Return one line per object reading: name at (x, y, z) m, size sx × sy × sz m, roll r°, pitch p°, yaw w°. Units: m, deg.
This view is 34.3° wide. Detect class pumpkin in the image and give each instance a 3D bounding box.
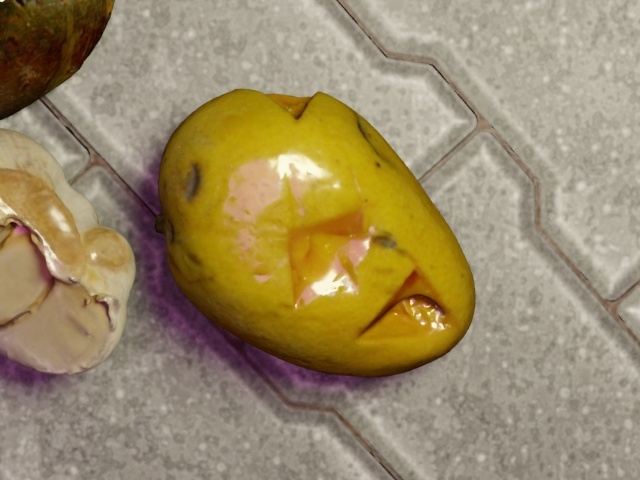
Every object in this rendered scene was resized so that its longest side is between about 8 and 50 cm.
pumpkin at (-0.336, -0.197, 0.995) m, size 0.312 × 0.169 × 0.148 m, roll -28°, pitch 95°, yaw 0°

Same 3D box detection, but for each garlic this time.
garlic at (-0.315, -0.001, 1.026) m, size 0.203 × 0.184 × 0.281 m, roll -35°, pitch 120°, yaw 30°

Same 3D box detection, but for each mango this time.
mango at (0.000, 0.000, 1.046) m, size 0.365 × 0.182 × 0.253 m, roll 33°, pitch 91°, yaw -18°
